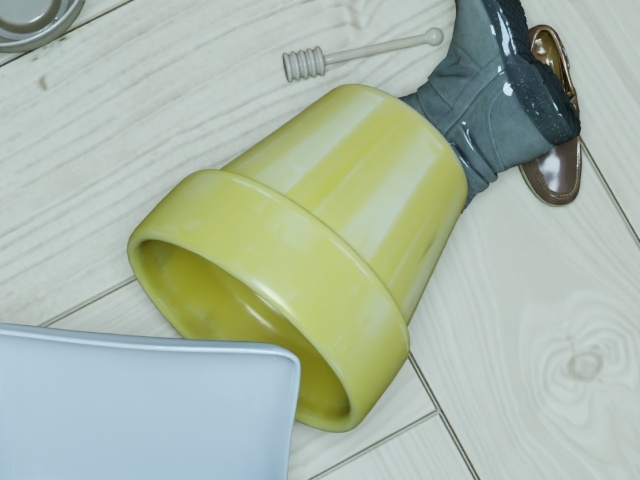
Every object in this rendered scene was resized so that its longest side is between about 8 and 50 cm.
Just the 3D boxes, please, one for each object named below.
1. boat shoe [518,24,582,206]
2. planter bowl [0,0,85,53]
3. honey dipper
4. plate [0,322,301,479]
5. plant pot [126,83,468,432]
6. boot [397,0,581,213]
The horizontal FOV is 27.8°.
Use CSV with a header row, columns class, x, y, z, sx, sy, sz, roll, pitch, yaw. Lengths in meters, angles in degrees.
class,x,y,z,sx,sy,sz,roll,pitch,yaw
boat shoe,0.218,-0.122,1.244,0.064,0.060,0.178,-6,82,-2
planter bowl,-0.291,-0.247,1.226,0.162,0.109,0.162,0,82,-1
honey dipper,0.043,-0.185,1.265,0.160,0.030,0.030,-12,82,-5
plate,-0.161,0.165,1.121,0.278,0.277,0.045,4,45,-1
plant pot,0.000,0.000,1.143,0.254,0.254,0.239,39,67,4
boot,0.124,-0.161,1.222,0.161,0.083,0.247,-30,75,25
